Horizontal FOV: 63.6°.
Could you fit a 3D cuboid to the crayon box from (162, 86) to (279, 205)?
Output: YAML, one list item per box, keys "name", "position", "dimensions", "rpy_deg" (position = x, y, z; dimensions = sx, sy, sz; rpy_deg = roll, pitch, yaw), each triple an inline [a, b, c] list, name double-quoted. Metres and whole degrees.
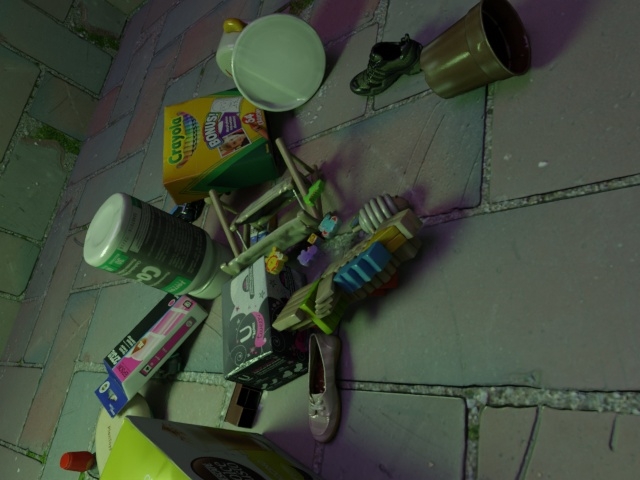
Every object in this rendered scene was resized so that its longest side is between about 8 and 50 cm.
- name: "crayon box"
  position: [-0.306, -0.302, 1.558]
  dimensions: [0.314, 0.106, 0.362]
  rpy_deg: [-14, 51, 1]

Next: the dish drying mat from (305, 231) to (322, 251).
- name: "dish drying mat"
  position: [-0.020, 0.013, 1.262]
  dimensions: [0.032, 0.008, 0.083]
  rpy_deg: [22, 85, 49]

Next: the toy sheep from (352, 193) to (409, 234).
- name: "toy sheep"
  position: [0.126, -0.049, 1.085]
  dimensions: [0.132, 0.091, 0.091]
  rpy_deg: [-29, 47, 9]

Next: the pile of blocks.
- name: "pile of blocks"
  position: [0.072, 0.095, 1.021]
  dimensions: [0.362, 0.112, 0.149]
  rpy_deg: [-40, 12, 20]

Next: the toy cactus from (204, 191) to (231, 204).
- name: "toy cactus"
  position: [-0.322, -0.198, 1.657]
  dimensions: [0.180, 0.112, 0.219]
  rpy_deg: [-62, 38, 30]

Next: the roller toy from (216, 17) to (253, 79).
- name: "roller toy"
  position: [-0.244, -0.633, 1.725]
  dimensions: [0.191, 0.210, 0.146]
  rpy_deg: [-28, 46, 60]

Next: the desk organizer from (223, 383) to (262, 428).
- name: "desk organizer"
  position: [-0.172, 0.363, 1.194]
  dimensions: [0.050, 0.047, 0.130]
  rpy_deg: [3, 71, 45]

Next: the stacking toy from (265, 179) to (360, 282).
- name: "stacking toy"
  position: [0.000, 0.000, 1.125]
  dimensions: [0.221, 0.167, 0.052]
  rpy_deg: [-58, 41, 4]

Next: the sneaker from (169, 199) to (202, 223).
- name: "sneaker"
  position: [-0.431, -0.125, 1.731]
  dimensions: [0.232, 0.082, 0.090]
  rpy_deg: [-55, 42, 18]

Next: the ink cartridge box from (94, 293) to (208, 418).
- name: "ink cartridge box"
  position: [-0.497, 0.306, 1.467]
  dimensions: [0.176, 0.069, 0.370]
  rpy_deg: [17, 62, 50]

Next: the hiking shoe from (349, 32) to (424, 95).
- name: "hiking shoe"
  position: [0.147, -0.434, 1.258]
  dimensions: [0.227, 0.114, 0.086]
  rpy_deg: [-17, 56, 41]

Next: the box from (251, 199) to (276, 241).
- name: "box"
  position: [-0.158, -0.058, 1.437]
  dimensions: [0.081, 0.028, 0.136]
  rpy_deg: [-17, 59, 40]

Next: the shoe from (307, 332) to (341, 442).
- name: "shoe"
  position: [-0.002, 0.292, 1.043]
  dimensions: [0.077, 0.058, 0.218]
  rpy_deg: [-21, 54, 39]

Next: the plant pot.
- name: "plant pot"
  position: [0.302, -0.375, 1.035]
  dimensions: [0.165, 0.167, 0.166]
  rpy_deg: [-16, 57, 50]

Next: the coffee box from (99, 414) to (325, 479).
- name: "coffee box"
  position: [-0.196, 0.541, 0.891]
  dimensions: [0.338, 0.335, 0.337]
  rpy_deg: [9, 75, 49]

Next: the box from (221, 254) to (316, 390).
- name: "box"
  position: [-0.122, 0.186, 1.167]
  dimensions: [0.163, 0.142, 0.247]
  rpy_deg: [-35, 47, 29]

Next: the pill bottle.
- name: "pill bottle"
  position: [-0.428, 0.030, 1.411]
  dimensions: [0.204, 0.361, 0.204]
  rpy_deg: [-25, 52, 36]

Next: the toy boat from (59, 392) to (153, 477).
- name: "toy boat"
  position: [-0.573, 0.574, 1.447]
  dimensions: [0.318, 0.148, 0.267]
  rpy_deg: [-32, 52, 21]

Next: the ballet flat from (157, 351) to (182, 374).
- name: "ballet flat"
  position: [-0.472, 0.355, 1.505]
  dimensions: [0.203, 0.074, 0.074]
  rpy_deg: [-2, 67, 41]

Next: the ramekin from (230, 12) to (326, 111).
- name: "ramekin"
  position: [-0.128, -0.524, 1.499]
  dimensions: [0.273, 0.273, 0.127]
  rpy_deg: [-48, 31, 16]

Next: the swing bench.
- name: "swing bench"
  position: [-0.119, -0.062, 1.274]
  dimensions: [0.253, 0.165, 0.254]
  rpy_deg: [-31, 55, 22]
